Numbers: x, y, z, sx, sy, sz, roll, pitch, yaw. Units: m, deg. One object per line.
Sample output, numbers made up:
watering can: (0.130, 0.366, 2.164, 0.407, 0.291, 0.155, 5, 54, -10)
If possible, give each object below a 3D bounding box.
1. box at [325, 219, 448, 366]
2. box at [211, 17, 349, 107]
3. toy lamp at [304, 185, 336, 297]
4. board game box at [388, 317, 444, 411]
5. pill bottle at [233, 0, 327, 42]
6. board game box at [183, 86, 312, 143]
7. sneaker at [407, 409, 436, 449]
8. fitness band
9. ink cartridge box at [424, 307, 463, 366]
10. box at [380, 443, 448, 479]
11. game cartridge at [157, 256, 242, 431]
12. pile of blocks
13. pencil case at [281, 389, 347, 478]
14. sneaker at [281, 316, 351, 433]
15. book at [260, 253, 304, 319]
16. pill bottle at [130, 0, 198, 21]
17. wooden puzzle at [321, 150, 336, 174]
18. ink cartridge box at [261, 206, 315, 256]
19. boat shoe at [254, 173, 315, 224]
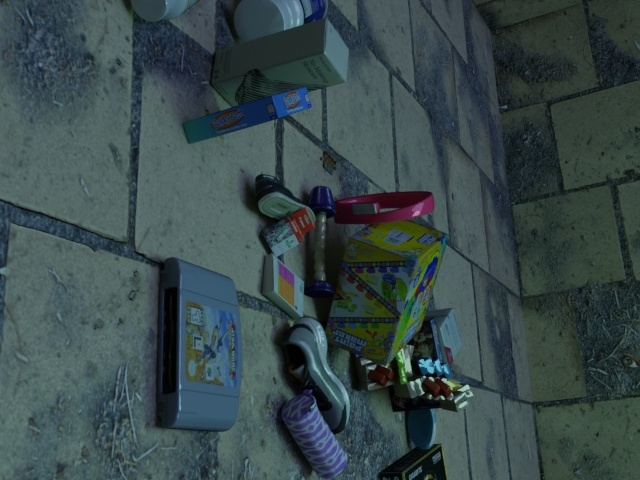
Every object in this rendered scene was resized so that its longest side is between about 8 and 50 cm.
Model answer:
box: (0.167, 0.113, 1.966, 0.290, 0.176, 0.279, -30, 138, -62)
box: (-0.086, -0.367, 1.661, 0.113, 0.275, 0.094, 42, 46, -51)
toy lamp: (0.000, 0.000, 1.913, 0.080, 0.080, 0.275, 33, 53, -55)
board game box: (0.261, 0.347, 2.193, 0.042, 0.165, 0.244, -8, 86, -63)
pill bottle: (-0.093, -0.539, 1.854, 0.153, 0.153, 0.265, 69, 29, -19)
board game box: (-0.144, -0.251, 1.574, 0.160, 0.210, 0.047, -36, 111, -62)
sneaker: (0.305, 0.495, 2.295, 0.092, 0.087, 0.229, 33, 47, -48)
fitness band: (0.157, -0.086, 2.024, 0.208, 0.290, 0.054, -15, 102, -40)
ink cartridge box: (0.347, 0.301, 2.422, 0.176, 0.127, 0.128, -33, 109, -62)
box: (0.274, 0.725, 2.171, 0.322, 0.079, 0.257, 1, 81, -63)
game cartridge: (-0.216, 0.194, 1.436, 0.198, 0.062, 0.298, 23, 60, -54)
pile of blocks: (0.261, 0.350, 2.050, 0.362, 0.112, 0.149, 17, 78, -21)
pencil case: (-0.011, 0.422, 1.709, 0.088, 0.086, 0.206, -54, 130, -44)
sneaker: (-0.019, 0.311, 1.747, 0.108, 0.100, 0.272, -32, 103, -51)
book: (-0.080, 0.104, 1.763, 0.144, 0.035, 0.096, 46, 38, -48)
pill bottle: (-0.286, -0.484, 1.504, 0.103, 0.103, 0.184, 65, 29, -25)
wooden puzzle: (0.022, -0.207, 2.114, 0.083, 0.006, 0.049, 39, 46, -52)
ink cartridge box: (-0.067, -0.019, 1.751, 0.063, 0.115, 0.029, 64, -9, -30)
boat shoe: (-0.079, -0.081, 1.788, 0.079, 0.084, 0.233, 62, 12, 28)
